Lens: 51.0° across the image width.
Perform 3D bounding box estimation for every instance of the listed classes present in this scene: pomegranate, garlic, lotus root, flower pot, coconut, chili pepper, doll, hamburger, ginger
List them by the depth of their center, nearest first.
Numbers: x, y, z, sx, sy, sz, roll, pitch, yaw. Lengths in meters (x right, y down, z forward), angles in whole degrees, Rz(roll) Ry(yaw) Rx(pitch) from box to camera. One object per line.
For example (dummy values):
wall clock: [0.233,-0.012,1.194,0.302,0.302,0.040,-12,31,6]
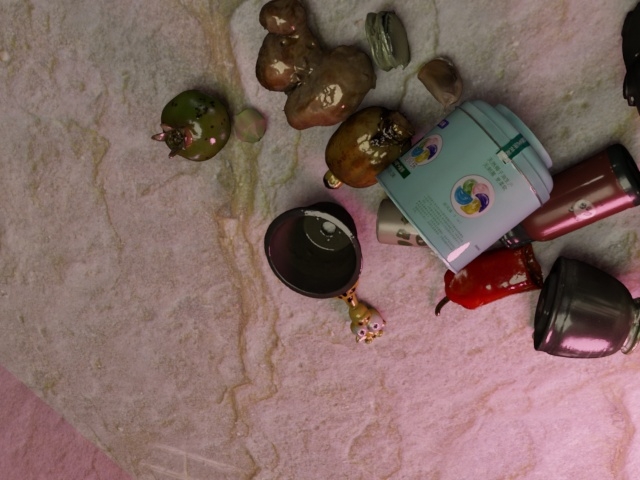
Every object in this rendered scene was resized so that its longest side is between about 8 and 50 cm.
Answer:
hamburger: [0.146,-0.431,1.450,0.062,0.140,0.133,-11,84,26]
garlic: [0.276,-0.340,1.483,0.084,0.152,0.066,-31,152,5]
ginger: [-0.038,-0.395,1.525,0.304,0.155,0.244,40,128,-10]
lotus root: [0.106,-0.218,1.603,0.169,0.141,0.314,47,134,-11]
pomegranate: [-0.325,-0.276,1.666,0.181,0.224,0.182,10,118,19]
coconut: [-0.175,-0.285,1.697,0.083,0.082,0.081,-38,76,-5]
chili pepper: [0.390,0.110,1.728,0.338,0.131,0.135,-23,83,38]
flower pot: [0.000,0.000,1.765,0.268,0.166,0.269,9,124,14]
doll: [0.093,0.179,1.904,0.117,0.086,0.291,-29,113,1]

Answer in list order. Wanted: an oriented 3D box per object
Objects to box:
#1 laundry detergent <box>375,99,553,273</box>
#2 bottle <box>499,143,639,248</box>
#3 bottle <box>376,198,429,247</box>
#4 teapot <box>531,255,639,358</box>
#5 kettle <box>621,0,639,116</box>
laundry detergent: [0.324,-0.130,1.460,0.305,0.287,0.287,-40,104,9]
bottle: [0.551,-0.085,1.532,0.336,0.144,0.144,-27,110,32]
bottle: [0.272,-0.037,1.677,0.253,0.120,0.120,7,124,15]
teapot: [0.643,0.212,1.631,0.239,0.239,0.322,16,127,11]
kettle: [0.732,-0.358,1.264,0.324,0.228,0.321,-15,90,32]
